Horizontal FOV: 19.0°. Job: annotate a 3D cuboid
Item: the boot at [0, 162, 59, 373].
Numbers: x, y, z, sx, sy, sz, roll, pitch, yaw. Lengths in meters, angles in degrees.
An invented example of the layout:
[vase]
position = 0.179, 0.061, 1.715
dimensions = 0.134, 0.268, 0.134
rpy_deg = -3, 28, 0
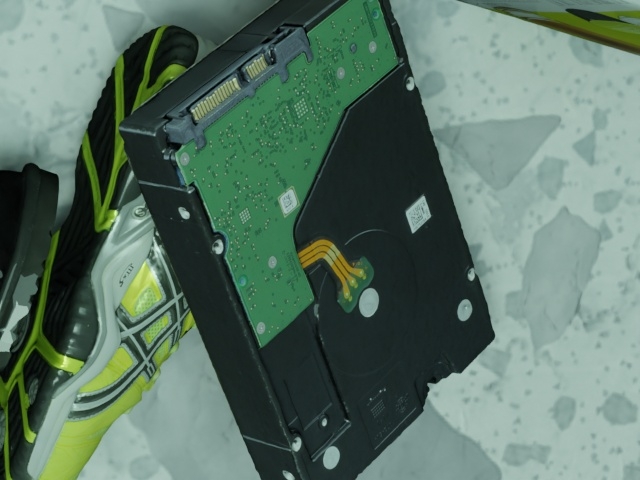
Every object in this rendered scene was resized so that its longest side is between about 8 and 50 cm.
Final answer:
[boot]
position = -0.362, 0.057, 1.365
dimensions = 0.260, 0.131, 0.348
rpy_deg = 29, 91, -19

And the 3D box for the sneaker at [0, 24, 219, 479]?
[sneaker]
position = -0.132, 0.040, 1.427
dimensions = 0.147, 0.145, 0.385
rpy_deg = 21, 99, -30

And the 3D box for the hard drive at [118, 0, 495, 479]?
[hard drive]
position = 0.000, 0.000, 1.413
dimensions = 0.237, 0.064, 0.339
rpy_deg = -42, 127, -33

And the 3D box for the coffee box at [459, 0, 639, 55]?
[coffee box]
position = 0.327, -0.294, 1.399
dimensions = 0.334, 0.337, 0.338
rpy_deg = 15, 93, -17
